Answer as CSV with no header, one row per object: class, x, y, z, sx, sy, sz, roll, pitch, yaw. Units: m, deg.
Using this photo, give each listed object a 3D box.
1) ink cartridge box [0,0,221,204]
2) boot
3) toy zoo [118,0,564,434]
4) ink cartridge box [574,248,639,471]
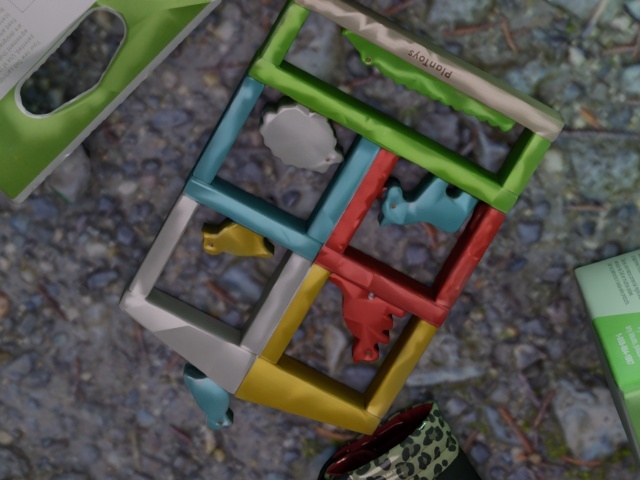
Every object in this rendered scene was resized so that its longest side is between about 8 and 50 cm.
ink cartridge box,-0.212,-0.177,1.087,0.189,0.097,0.255,-43,106,13
boot,0.034,0.234,1.237,0.236,0.085,0.179,-34,104,4
toy zoo,0.000,0.000,1.182,0.192,0.030,0.293,27,107,-9
ink cartridge box,0.311,0.056,1.114,0.272,0.198,0.115,-18,109,6
